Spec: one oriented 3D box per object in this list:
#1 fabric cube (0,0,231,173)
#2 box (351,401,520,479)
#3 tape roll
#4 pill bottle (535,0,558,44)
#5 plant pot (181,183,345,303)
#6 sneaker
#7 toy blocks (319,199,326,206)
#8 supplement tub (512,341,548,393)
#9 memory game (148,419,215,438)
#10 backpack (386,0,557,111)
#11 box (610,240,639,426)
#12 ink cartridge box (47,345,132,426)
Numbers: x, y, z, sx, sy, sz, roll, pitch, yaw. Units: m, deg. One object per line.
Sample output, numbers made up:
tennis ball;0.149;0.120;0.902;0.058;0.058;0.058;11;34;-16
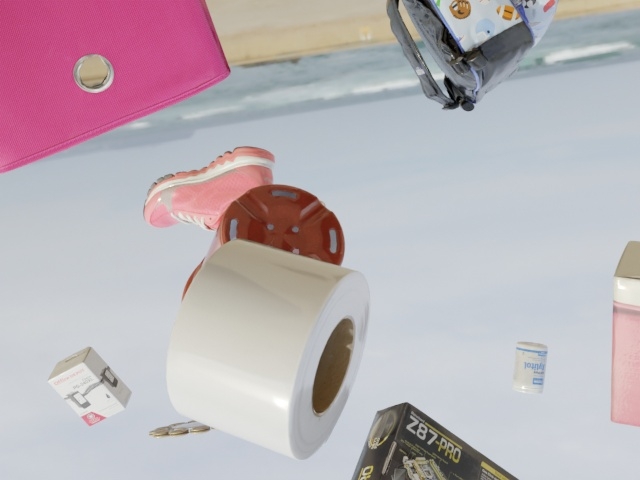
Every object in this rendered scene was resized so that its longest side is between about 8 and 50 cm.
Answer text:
fabric cube;-0.271;-0.270;0.778;0.254;0.258;0.259;-25;-142;-10
box;0.203;0.476;1.153;0.097;0.395;0.318;-34;-156;53
tape roll;-0.057;0.134;0.996;0.169;0.246;0.246;14;-162;21
pill bottle;0.351;-0.457;1.456;0.176;0.176;0.319;0;-130;42
plant pot;-0.088;0.059;1.321;0.272;0.272;0.265;-13;154;-22
sneaker;-0.221;-0.068;1.505;0.313;0.136;0.116;-22;156;27
toy blocks;0.000;0.000;1.777;0.054;0.148;0.123;-12;146;11
supplement tub;0.466;0.282;1.744;0.071;0.107;0.071;6;179;0
memory game;-0.223;0.342;1.442;0.186;0.012;0.186;-8;174;-1
backpack;0.208;-0.357;1.159;0.213;0.263;0.276;-38;175;1
box;0.487;0.134;1.109;0.126;0.232;0.148;4;-158;28
ink cartridge box;-0.512;0.324;1.740;0.109;0.150;0.063;-28;-157;17
